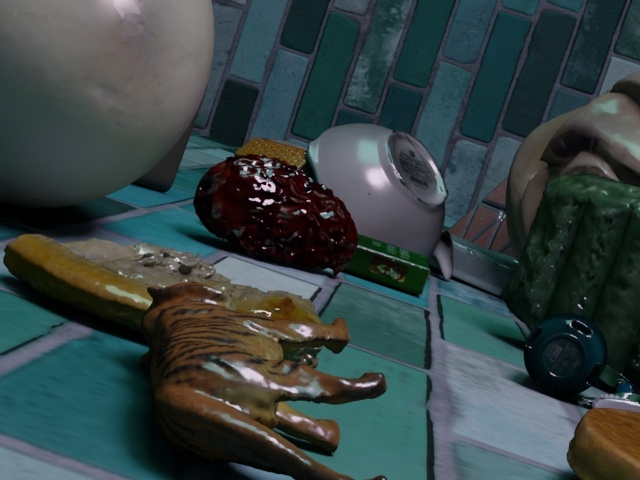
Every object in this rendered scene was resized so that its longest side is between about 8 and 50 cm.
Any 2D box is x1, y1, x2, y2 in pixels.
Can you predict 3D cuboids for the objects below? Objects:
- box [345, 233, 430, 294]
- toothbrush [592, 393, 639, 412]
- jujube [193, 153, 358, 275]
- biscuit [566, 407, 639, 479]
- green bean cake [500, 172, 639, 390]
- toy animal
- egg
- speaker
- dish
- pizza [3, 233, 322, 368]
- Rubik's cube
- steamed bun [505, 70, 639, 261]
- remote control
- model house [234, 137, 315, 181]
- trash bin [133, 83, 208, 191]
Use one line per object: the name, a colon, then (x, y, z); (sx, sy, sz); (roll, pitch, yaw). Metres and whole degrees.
box: (0.000, 0.000, 1.310); (0.235, 0.034, 0.132); (18, 6, 2)
toothbrush: (0.331, 0.146, 0.854); (0.288, 0.024, 0.026); (11, 2, 8)
jujube: (-0.039, -0.028, 1.167); (0.166, 0.104, 0.104); (20, 4, -34)
biscuit: (0.260, 0.149, 0.658); (0.289, 0.044, 0.202); (17, 6, -33)
green bean cake: (0.367, 0.061, 1.113); (0.308, 0.169, 0.300); (13, 11, -37)
toy animal: (-0.031, 0.065, 0.530); (0.099, 0.056, 0.241); (11, 8, -8)
egg: (-0.222, -0.165, 0.959); (0.283, 0.283, 0.345); (15, 14, -31)
speaker: (0.198, 0.100, 0.941); (0.094, 0.060, 0.075); (56, 14, 10)
dish: (0.097, -0.058, 1.456); (0.246, 0.078, 0.224); (36, 36, -28)
pizza: (-0.067, 0.034, 0.770); (0.181, 0.034, 0.262); (19, 5, 17)
Rubik's cube: (0.322, -0.005, 1.843); (0.228, 0.233, 0.228); (-19, -30, -9)
steamed bun: (0.373, -0.034, 1.431); (0.255, 0.342, 0.368); (-4, -11, -40)
remote control: (0.181, 0.024, 1.592); (0.247, 0.052, 0.104); (24, 9, 27)
model house: (-0.057, -0.067, 1.456); (0.088, 0.100, 0.100); (18, 9, 17)
trash bin: (-0.272, -0.163, 1.420); (0.241, 0.164, 0.122); (19, 5, -26)
